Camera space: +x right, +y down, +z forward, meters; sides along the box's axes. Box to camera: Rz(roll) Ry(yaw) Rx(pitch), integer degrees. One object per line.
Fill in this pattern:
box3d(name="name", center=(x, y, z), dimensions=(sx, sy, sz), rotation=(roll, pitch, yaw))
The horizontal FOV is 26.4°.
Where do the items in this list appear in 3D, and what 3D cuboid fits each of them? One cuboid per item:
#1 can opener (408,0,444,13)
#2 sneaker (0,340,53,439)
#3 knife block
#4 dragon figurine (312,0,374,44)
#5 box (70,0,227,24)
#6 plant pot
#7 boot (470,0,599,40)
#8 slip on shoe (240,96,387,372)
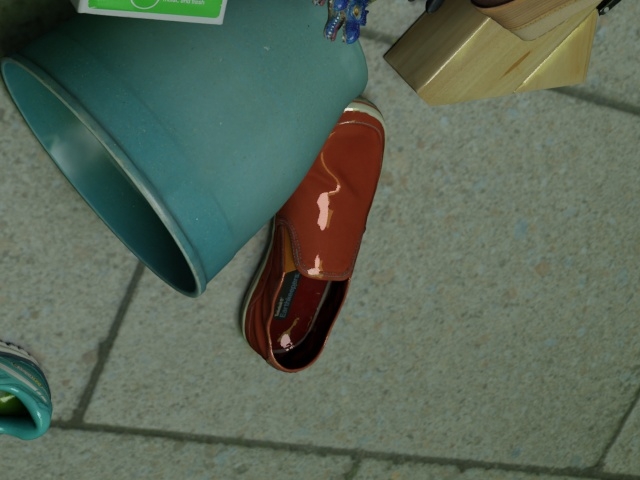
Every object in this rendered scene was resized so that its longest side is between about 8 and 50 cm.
box3d(name="can opener", center=(0.138, -0.314, 1.360), dimensions=(0.073, 0.059, 0.186), rotation=(-13, 142, -51))
box3d(name="sneaker", center=(-0.396, 0.143, 1.374), dimensions=(0.275, 0.110, 0.107), rotation=(12, 116, -31))
box3d(name="knife block", center=(0.213, -0.276, 1.398), dimensions=(0.275, 0.088, 0.242), rotation=(-10, 125, -19))
box3d(name="dragon figurine", center=(-0.022, -0.279, 1.162), dimensions=(0.144, 0.289, 0.085), rotation=(2, 142, -3))
box3d(name="box", center=(-0.152, -0.329, 1.071), dimensions=(0.126, 0.262, 0.231), rotation=(0, 120, -27))
box3d(name="plant pot", center=(-0.107, -0.133, 1.246), dimensions=(0.255, 0.271, 0.272), rotation=(-41, 132, -15))
box3d(name="boot", center=(0.222, -0.313, 1.261), dimensions=(0.248, 0.090, 0.207), rotation=(-36, 126, 17))
box3d(name="slip on shoe", center=(0.000, 0.000, 1.475), dimensions=(0.123, 0.101, 0.331), rotation=(6, 117, -27))
